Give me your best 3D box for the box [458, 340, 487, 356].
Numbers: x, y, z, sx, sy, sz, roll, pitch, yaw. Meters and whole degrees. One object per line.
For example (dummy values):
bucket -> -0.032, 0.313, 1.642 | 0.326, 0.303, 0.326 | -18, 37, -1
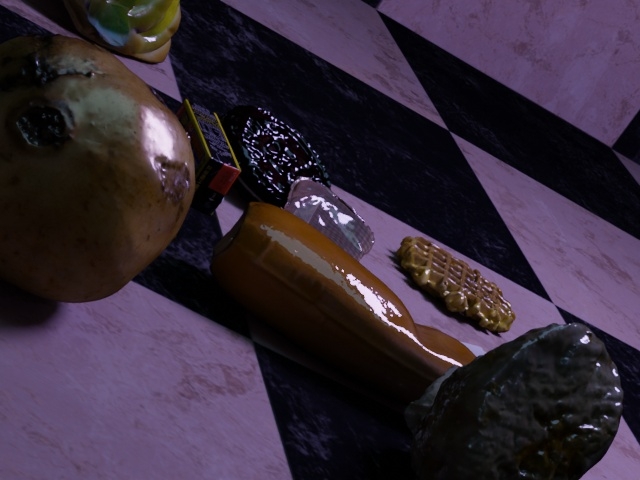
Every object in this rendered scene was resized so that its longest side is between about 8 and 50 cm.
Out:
box -> 0.250, 0.190, 2.324 | 0.198, 0.029, 0.109 | 24, 19, -34

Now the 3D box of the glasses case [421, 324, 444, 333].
glasses case -> 0.178, 0.185, 2.162 | 0.075, 0.049, 0.218 | 16, 25, -46

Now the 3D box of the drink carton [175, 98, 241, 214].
drink carton -> -0.148, -0.103, 2.293 | 0.056, 0.071, 0.165 | 23, 22, -27

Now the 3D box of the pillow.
pillow -> -0.002, -0.002, 2.289 | 0.135, 0.034, 0.211 | 37, 30, -6

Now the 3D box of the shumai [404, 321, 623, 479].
shumai -> 0.170, 0.184, 1.893 | 0.189, 0.256, 0.218 | 53, -20, -19

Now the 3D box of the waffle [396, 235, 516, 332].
waffle -> 0.185, 0.060, 2.540 | 0.191, 0.038, 0.191 | 32, 17, -11

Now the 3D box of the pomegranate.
pomegranate -> -0.246, -0.066, 1.736 | 0.260, 0.260, 0.260 | 32, 17, -11

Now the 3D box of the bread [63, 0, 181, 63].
bread -> -0.288, -0.365, 2.595 | 0.261, 0.156, 0.158 | 23, 18, -32

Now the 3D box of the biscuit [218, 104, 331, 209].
biscuit -> -0.062, -0.096, 2.409 | 0.194, 0.053, 0.194 | 35, 31, -25

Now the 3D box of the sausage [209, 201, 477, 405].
sausage -> 0.042, 0.091, 2.054 | 0.354, 0.116, 0.134 | 35, 2, -10
